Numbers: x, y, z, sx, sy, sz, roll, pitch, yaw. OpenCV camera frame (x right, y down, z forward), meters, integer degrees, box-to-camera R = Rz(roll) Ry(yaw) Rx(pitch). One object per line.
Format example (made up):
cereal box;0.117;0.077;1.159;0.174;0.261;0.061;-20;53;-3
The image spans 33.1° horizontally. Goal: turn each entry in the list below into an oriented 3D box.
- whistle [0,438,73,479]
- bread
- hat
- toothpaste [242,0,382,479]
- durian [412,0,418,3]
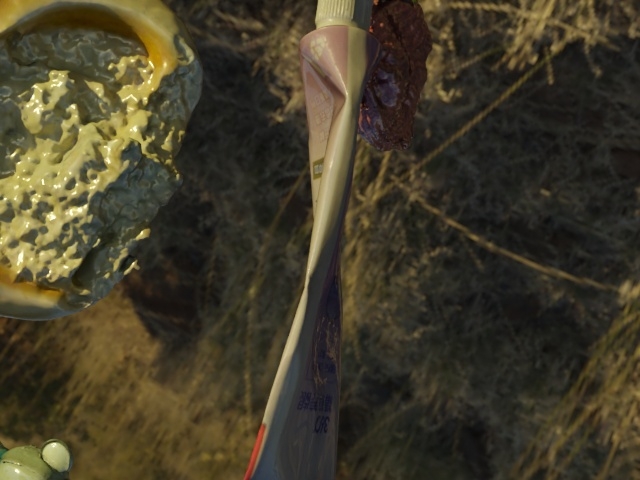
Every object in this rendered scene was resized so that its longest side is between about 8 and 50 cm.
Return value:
whistle;-0.397;0.272;1.286;0.236;0.113;0.077;9;-169;16
bread;-0.313;-0.111;1.304;0.329;0.423;0.245;25;174;2
hat;0.075;-0.243;1.515;0.107;0.236;0.286;0;-175;23
toothpaste;0.000;0.000;0.591;0.048;0.300;0.075;4;171;13
durian;0.020;-0.480;1.744;0.355;0.169;0.157;41;176;-10
